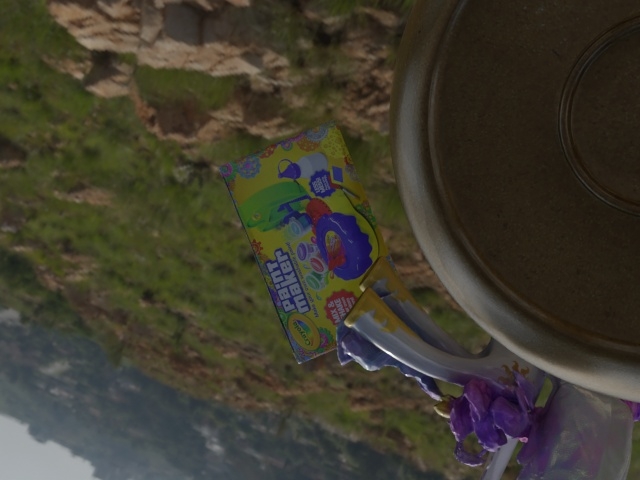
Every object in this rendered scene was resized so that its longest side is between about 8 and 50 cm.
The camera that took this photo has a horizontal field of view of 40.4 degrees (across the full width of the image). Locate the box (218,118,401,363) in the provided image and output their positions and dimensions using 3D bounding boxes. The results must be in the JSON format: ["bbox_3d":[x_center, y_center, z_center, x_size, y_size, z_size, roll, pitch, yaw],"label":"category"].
[{"bbox_3d":[0.000,0.000,1.295,0.279,0.177,0.290,-29,-82,-87],"label":"box"}]

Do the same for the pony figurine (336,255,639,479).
[{"bbox_3d":[0.199,0.140,0.890,0.363,0.351,0.303,37,161,-2],"label":"pony figurine"}]

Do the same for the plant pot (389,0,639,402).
[{"bbox_3d":[0.132,-0.047,0.333,0.236,0.236,0.032,16,-167,24],"label":"plant pot"}]
